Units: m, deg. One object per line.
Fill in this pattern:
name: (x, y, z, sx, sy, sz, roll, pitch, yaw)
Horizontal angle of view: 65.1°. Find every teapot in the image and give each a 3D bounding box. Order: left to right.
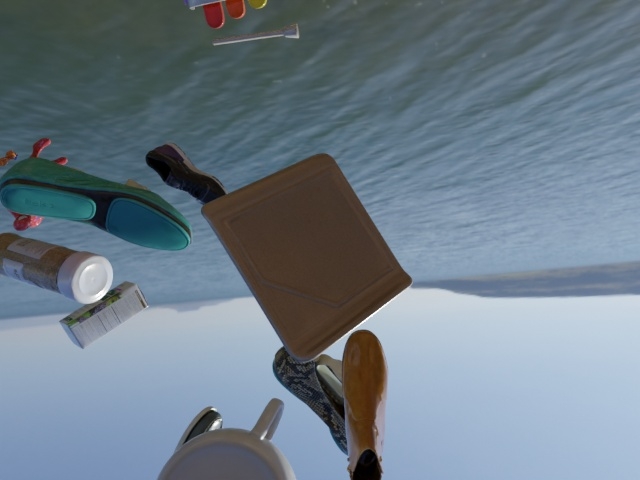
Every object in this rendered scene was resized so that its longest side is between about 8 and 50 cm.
teapot: (-0.146, 0.428, 0.834, 0.256, 0.252, 0.187, -21, 164, -3)

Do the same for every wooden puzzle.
wooden puzzle: (-0.013, 0.012, 0.681, 0.221, 0.239, 0.044, -30, 173, -34)

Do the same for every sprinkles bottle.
sprinkles bottle: (-0.689, 0.063, 1.262, 0.355, 0.121, 0.121, 11, -178, 27)

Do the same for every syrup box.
syrup box: (-0.679, 0.230, 1.585, 0.093, 0.096, 0.237, 4, -147, 48)

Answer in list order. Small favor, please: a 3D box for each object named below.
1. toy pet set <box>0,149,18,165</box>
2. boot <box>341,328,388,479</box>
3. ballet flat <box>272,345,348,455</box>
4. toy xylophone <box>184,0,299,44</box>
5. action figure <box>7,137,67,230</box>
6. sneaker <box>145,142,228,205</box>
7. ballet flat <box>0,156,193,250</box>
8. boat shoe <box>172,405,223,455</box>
toy pet set: (-0.503, -0.121, 0.887, 0.065, 0.122, 0.114, -44, -160, 15)
boot: (0.097, 0.356, 1.036, 0.104, 0.295, 0.211, -2, -167, 3)
ballet flat: (0.060, 0.455, 1.418, 0.182, 0.483, 0.164, -25, -153, 21)
toy xylophone: (-0.149, -0.530, 1.028, 0.322, 0.236, 0.081, 1, -156, 8)
action figure: (-0.588, -0.130, 1.088, 0.139, 0.280, 0.091, -21, 134, 10)
sneaker: (-0.423, -0.179, 1.565, 0.107, 0.283, 0.124, -50, -179, 29)
ballet flat: (-0.289, -0.057, 0.679, 0.247, 0.087, 0.083, 16, 130, -25)
boat shoe: (-0.246, 0.497, 0.995, 0.099, 0.319, 0.116, 15, 171, 24)
